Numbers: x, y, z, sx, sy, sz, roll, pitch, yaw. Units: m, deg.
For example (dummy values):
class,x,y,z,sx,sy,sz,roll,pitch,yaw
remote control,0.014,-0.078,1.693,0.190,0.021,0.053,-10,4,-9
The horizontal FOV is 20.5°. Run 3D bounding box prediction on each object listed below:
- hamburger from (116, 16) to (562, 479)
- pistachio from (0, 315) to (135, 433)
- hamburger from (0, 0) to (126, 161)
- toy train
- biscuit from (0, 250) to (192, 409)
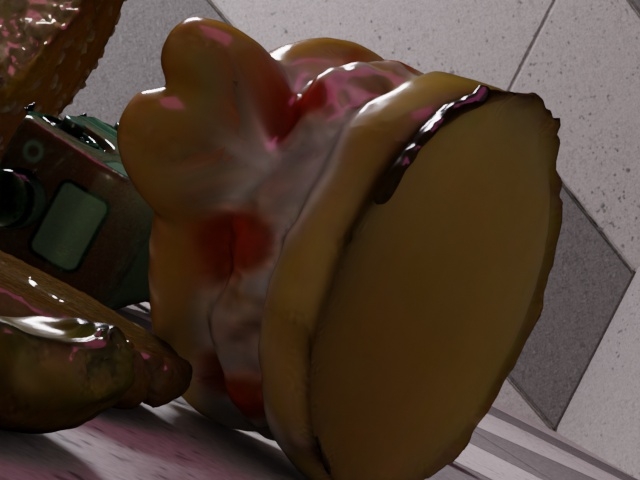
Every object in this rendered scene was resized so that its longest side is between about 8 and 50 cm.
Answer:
class,x,y,z,sx,sy,sz,roll,pitch,yaw
hamburger,0.000,0.000,1.060,0.186,0.261,0.302,24,-5,28
pistachio,-0.122,0.054,0.717,0.089,0.049,0.173,2,-2,9
hamburger,-0.355,-0.217,1.782,0.268,0.445,0.287,25,-30,3
toy train,-0.179,-0.024,1.442,0.159,0.129,0.326,30,7,7
biscuit,-0.169,0.035,0.958,0.226,0.042,0.226,28,-2,1
